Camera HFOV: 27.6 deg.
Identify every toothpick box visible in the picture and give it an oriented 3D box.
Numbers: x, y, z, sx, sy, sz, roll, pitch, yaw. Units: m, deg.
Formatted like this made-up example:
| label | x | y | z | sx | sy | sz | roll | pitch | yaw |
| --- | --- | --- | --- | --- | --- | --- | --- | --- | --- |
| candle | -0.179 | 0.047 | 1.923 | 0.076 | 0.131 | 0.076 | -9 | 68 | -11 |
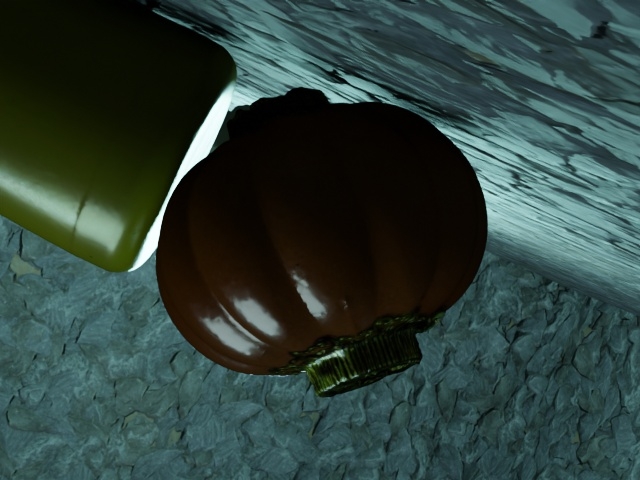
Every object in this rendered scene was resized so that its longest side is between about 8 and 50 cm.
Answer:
| label | x | y | z | sx | sy | sz | roll | pitch | yaw |
| --- | --- | --- | --- | --- | --- | --- | --- | --- | --- |
| toothpick box | -0.210 | -0.108 | 0.893 | 0.271 | 0.175 | 0.175 | 27 | -179 | -1 |

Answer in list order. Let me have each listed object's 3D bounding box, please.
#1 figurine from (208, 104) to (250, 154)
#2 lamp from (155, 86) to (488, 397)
| label | x | y | z | sx | sy | sz | roll | pitch | yaw |
| --- | --- | --- | --- | --- | --- | --- | --- | --- | --- |
| figurine | -0.167 | -0.111 | 1.340 | 0.309 | 0.143 | 0.308 | 23 | 163 | 8 |
| lamp | 0.000 | 0.000 | 0.856 | 0.196 | 0.223 | 0.223 | 70 | -165 | 14 |
